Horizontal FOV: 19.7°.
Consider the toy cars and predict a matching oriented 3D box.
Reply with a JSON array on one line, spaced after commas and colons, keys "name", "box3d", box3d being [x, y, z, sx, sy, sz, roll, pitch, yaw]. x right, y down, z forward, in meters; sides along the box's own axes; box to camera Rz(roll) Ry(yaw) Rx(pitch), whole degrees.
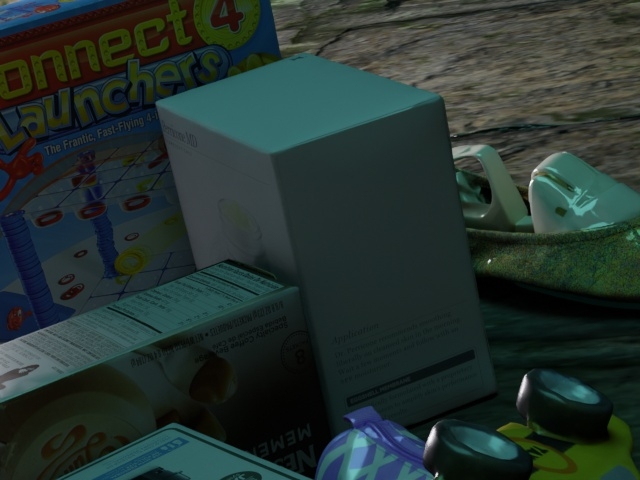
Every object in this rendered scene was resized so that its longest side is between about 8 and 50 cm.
[{"name": "toy cars", "box3d": [0.088, 0.170, 0.715, 0.087, 0.393, 0.176, 25, 65, 20]}]

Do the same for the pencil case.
[{"name": "pencil case", "box3d": [0.077, 0.162, 1.030, 0.086, 0.088, 0.206, -20, 20, -30]}]

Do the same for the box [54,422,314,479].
[{"name": "box", "box3d": [-0.056, 0.199, 0.998, 0.169, 0.087, 0.290, -23, 22, -31]}]

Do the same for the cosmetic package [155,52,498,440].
[{"name": "cosmetic package", "box3d": [0.000, 0.000, 1.330, 0.138, 0.224, 0.224, -18, 19, -20]}]

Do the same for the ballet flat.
[{"name": "ballet flat", "box3d": [0.162, -0.019, 1.466, 0.348, 0.123, 0.123, 7, 26, 42]}]

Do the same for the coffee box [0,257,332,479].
[{"name": "coffee box", "box3d": [-0.126, 0.122, 1.182, 0.246, 0.141, 0.098, -20, 20, -28]}]

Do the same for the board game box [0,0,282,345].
[{"name": "board game box", "box3d": [-0.164, -0.043, 1.429, 0.308, 0.302, 0.086, -21, 21, -26]}]
